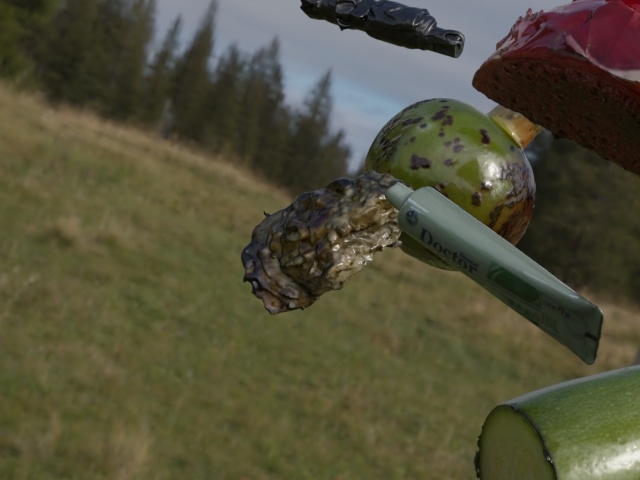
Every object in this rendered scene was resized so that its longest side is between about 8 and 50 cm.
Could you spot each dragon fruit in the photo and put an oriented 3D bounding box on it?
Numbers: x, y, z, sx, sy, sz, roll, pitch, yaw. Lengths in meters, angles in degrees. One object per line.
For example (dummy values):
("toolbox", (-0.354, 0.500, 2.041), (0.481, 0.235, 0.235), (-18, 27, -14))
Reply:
("dragon fruit", (0.272, -0.137, 1.210), (0.262, 0.163, 0.189), (32, 9, 13))

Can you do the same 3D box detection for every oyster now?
("oyster", (0.006, -0.005, 1.296), (0.177, 0.105, 0.056), (-20, -31, 15))

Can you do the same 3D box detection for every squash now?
("squash", (0.322, 0.240, 1.577), (0.261, 0.189, 0.189), (-8, 16, -24))

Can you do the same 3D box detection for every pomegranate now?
("pomegranate", (0.160, -0.078, 1.603), (0.198, 0.246, 0.198), (30, -33, 22))

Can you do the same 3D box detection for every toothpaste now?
("toothpaste", (0.130, 0.016, 1.096), (0.041, 0.064, 0.218), (-33, 54, -27))

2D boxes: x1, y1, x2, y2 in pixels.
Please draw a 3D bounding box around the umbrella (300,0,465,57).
("umbrella", (0.084, -0.289, 1.860), (0.236, 0.066, 0.059), (21, -38, 26))
